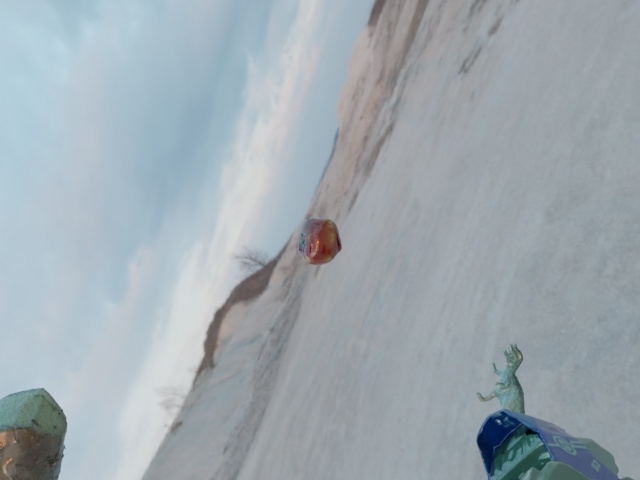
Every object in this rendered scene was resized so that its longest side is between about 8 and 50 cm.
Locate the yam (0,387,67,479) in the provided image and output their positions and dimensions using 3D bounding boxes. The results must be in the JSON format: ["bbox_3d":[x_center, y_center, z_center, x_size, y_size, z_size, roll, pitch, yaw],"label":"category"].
[{"bbox_3d":[-0.654,0.468,1.252,0.202,0.201,0.271,-142,60,-61],"label":"yam"}]

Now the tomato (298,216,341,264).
[{"bbox_3d":[0.000,0.000,1.031,0.087,0.075,0.087,178,90,-73],"label":"tomato"}]

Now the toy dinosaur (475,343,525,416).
[{"bbox_3d":[0.485,0.468,1.571,0.076,0.129,0.383,-10,-82,-76],"label":"toy dinosaur"}]

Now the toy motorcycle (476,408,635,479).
[{"bbox_3d":[0.271,0.322,0.715,0.191,0.200,0.326,-58,-13,28],"label":"toy motorcycle"}]
